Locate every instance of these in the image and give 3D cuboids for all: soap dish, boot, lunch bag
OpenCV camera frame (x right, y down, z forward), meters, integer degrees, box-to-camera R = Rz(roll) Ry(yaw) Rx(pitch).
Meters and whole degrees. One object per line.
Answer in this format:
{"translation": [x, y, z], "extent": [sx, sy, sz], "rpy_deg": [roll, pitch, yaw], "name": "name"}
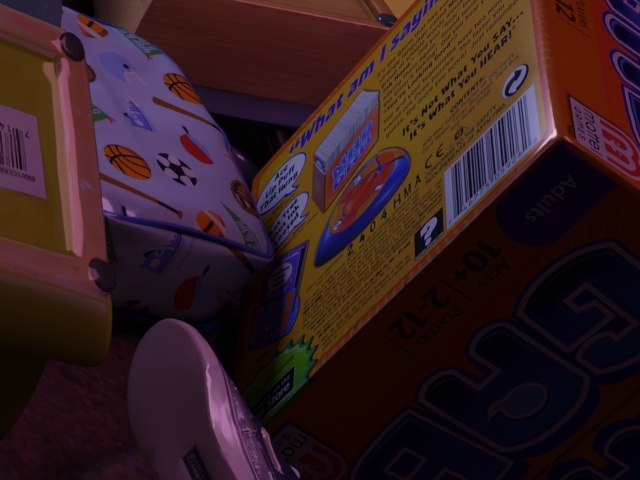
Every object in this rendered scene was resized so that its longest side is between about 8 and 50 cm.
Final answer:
{"translation": [-0.067, -0.208, 1.742], "extent": [0.291, 0.118, 0.229], "rpy_deg": [8, 27, -19], "name": "soap dish"}
{"translation": [-0.053, 0.135, 1.090], "extent": [0.086, 0.069, 0.190], "rpy_deg": [29, 29, -45], "name": "boot"}
{"translation": [-0.184, -0.069, 1.382], "extent": [0.243, 0.115, 0.303], "rpy_deg": [14, 33, -46], "name": "lunch bag"}

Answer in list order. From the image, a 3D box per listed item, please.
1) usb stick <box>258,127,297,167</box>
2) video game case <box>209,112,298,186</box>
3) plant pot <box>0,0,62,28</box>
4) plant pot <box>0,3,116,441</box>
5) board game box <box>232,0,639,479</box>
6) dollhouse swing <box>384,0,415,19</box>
{"translation": [0.000, 0.000, 1.619], "extent": [0.077, 0.045, 0.278], "rpy_deg": [30, 27, -35], "name": "usb stick"}
{"translation": [-0.079, -0.109, 1.777], "extent": [0.190, 0.022, 0.173], "rpy_deg": [37, 21, -9], "name": "video game case"}
{"translation": [-0.315, -0.180, 1.212], "extent": [0.252, 0.247, 0.248], "rpy_deg": [60, 23, 6], "name": "plant pot"}
{"translation": [-0.237, -0.014, 0.928], "extent": [0.228, 0.207, 0.227], "rpy_deg": [20, 51, -44], "name": "plant pot"}
{"translation": [0.182, 0.030, 1.376], "extent": [0.356, 0.356, 0.356], "rpy_deg": [32, 32, -20], "name": "board game box"}
{"translation": [0.048, -0.261, 2.271], "extent": [0.315, 0.305, 0.347], "rpy_deg": [-35, 72, -26], "name": "dollhouse swing"}
